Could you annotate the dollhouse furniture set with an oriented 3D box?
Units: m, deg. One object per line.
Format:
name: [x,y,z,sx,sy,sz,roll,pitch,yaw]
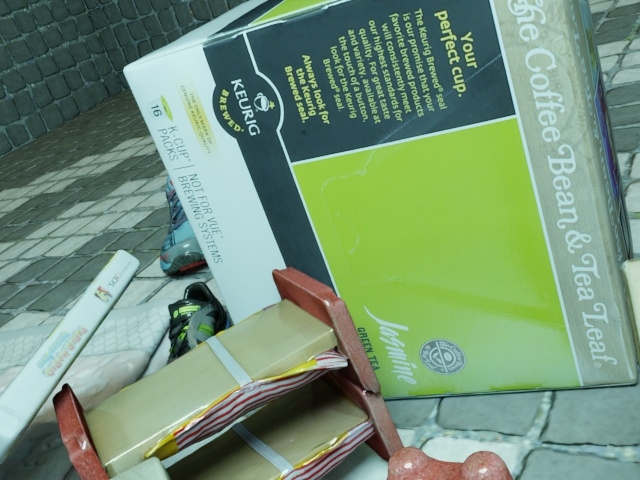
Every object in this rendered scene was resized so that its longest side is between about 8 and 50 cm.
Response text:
dollhouse furniture set: [-0.013,0.158,0.413,0.201,0.152,0.374,-28,20,-17]

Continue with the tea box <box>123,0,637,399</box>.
tea box: [0.075,-0.061,0.625,0.323,0.329,0.220,-8,26,26]

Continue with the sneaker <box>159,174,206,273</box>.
sneaker: [-0.198,-0.045,1.083,0.104,0.125,0.262,-19,23,6]

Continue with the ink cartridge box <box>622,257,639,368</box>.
ink cartridge box: [0.247,0.107,0.304,0.193,0.088,0.235,-11,51,22]

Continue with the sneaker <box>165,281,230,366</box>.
sneaker: [-0.136,0.104,0.761,0.067,0.078,0.188,-18,24,7]

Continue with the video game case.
video game case: [-0.233,0.135,0.565,0.227,0.026,0.206,-50,11,28]

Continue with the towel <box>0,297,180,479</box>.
towel: [-0.337,0.182,0.796,0.331,0.053,0.317,-11,25,24]
